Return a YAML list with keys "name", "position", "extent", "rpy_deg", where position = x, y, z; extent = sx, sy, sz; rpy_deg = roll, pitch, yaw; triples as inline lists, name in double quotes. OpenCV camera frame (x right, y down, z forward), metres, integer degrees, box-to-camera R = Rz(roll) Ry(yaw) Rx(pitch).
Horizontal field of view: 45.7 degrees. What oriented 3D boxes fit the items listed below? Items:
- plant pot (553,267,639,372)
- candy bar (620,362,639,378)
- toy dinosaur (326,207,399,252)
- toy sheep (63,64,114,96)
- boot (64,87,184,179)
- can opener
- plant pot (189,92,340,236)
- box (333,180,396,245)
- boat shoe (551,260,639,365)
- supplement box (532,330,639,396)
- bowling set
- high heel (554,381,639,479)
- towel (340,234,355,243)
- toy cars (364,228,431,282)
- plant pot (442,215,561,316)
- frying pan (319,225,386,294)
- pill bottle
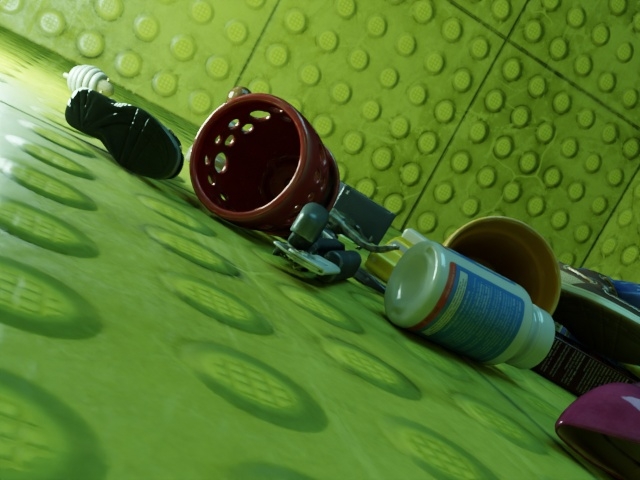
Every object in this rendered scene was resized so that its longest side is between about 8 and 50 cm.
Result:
- name: "plant pot"
  position: [0.573, 0.185, 1.498]
  extent: [0.212, 0.236, 0.236]
  rpy_deg: [21, 6, 1]
- name: "candy bar"
  position: [0.550, 0.232, 1.264]
  extent: [0.040, 0.018, 0.161]
  rpy_deg: [27, 6, -18]
- name: "toy dinosaur"
  position: [0.040, -0.024, 1.413]
  extent: [0.268, 0.064, 0.118]
  rpy_deg: [33, -12, 24]
- name: "toy sheep"
  position: [-0.521, -0.350, 1.701]
  extent: [0.132, 0.091, 0.091]
  rpy_deg: [16, 3, 14]
- name: "boot"
  position: [-0.258, -0.148, 1.167]
  extent: [0.236, 0.085, 0.178]
  rpy_deg: [31, 4, 28]
- name: "can opener"
  position: [0.011, 0.006, 1.037]
  extent: [0.076, 0.095, 0.283]
  rpy_deg: [30, 6, 12]
- name: "plant pot"
  position: [-0.075, -0.103, 1.139]
  extent: [0.191, 0.191, 0.174]
  rpy_deg: [31, 1, 23]
- name: "box"
  position: [0.080, -0.077, 1.873]
  extent: [0.156, 0.093, 0.158]
  rpy_deg: [29, 5, -19]
- name: "boat shoe"
  position: [0.471, 0.099, 1.340]
  extent: [0.342, 0.123, 0.123]
  rpy_deg: [27, -35, 47]
- name: "supplement box"
  position: [0.453, 0.225, 1.304]
  extent: [0.239, 0.073, 0.130]
  rpy_deg: [29, 6, 15]
- name: "bowling set"
  position: [-0.147, -0.185, 1.496]
  extent: [0.154, 0.200, 0.287]
  rpy_deg: [27, 10, -22]
- name: "high heel"
  position: [0.404, 0.275, 0.722]
  extent: [0.181, 0.127, 0.377]
  rpy_deg: [-11, 33, -32]
- name: "towel"
  position: [0.046, -0.031, 1.857]
  extent: [0.152, 0.023, 0.113]
  rpy_deg: [31, 7, 23]
- name: "toy cars"
  position: [0.265, 0.057, 1.487]
  extent: [0.394, 0.087, 0.176]
  rpy_deg: [18, 24, -21]
- name: "plant pot"
  position: [0.279, 0.074, 1.304]
  extent: [0.205, 0.205, 0.188]
  rpy_deg: [28, -9, 0]
- name: "frying pan"
  position: [-0.024, -0.011, 1.280]
  extent: [0.197, 0.053, 0.326]
  rpy_deg: [25, 3, -31]
- name: "pill bottle"
  position: [0.207, 0.097, 1.031]
  extent: [0.221, 0.124, 0.124]
  rpy_deg: [26, 6, -22]
